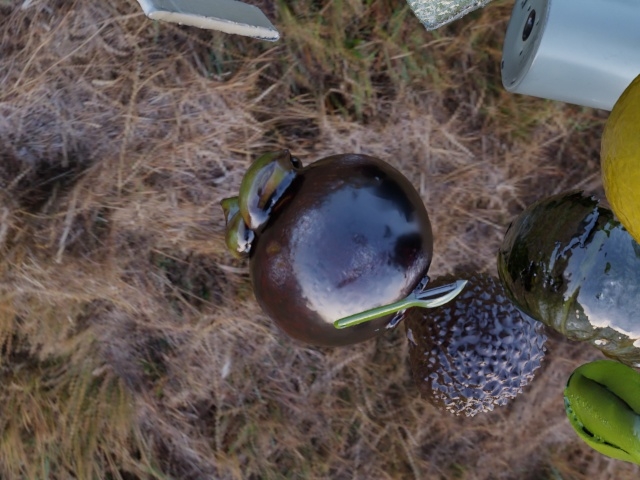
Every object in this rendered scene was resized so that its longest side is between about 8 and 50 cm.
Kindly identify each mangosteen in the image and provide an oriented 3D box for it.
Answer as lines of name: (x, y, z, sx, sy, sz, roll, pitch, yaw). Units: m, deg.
mangosteen: (0.000, 0.000, 1.361, 0.347, 0.307, 0.307, 32, 78, 10)

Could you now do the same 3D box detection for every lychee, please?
lychee: (0.281, 0.180, 1.600, 0.268, 0.267, 0.267, -2, 95, -25)

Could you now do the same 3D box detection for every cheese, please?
cheese: (-0.206, -0.430, 1.670, 0.085, 0.034, 0.400, 59, 27, 12)

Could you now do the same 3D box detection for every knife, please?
knife: (0.102, 0.084, 1.135, 0.022, 0.184, 0.026, 42, 35, -58)

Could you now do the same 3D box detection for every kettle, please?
kettle: (0.458, -0.310, 1.380, 0.318, 0.265, 0.205, 11, 116, -4)

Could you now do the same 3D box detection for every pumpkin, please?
pumpkin: (0.402, 0.057, 1.268, 0.320, 0.320, 0.192, 25, 96, -24)

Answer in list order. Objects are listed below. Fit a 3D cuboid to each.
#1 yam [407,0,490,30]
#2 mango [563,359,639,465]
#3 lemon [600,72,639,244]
yam: (0.251, -0.497, 1.458, 0.202, 0.271, 0.201, 51, 29, -37)
mango: (0.298, 0.172, 0.869, 0.074, 0.165, 0.091, -9, 107, -11)
lemon: (0.305, -0.062, 0.667, 0.187, 0.244, 0.186, -1, 86, 19)
